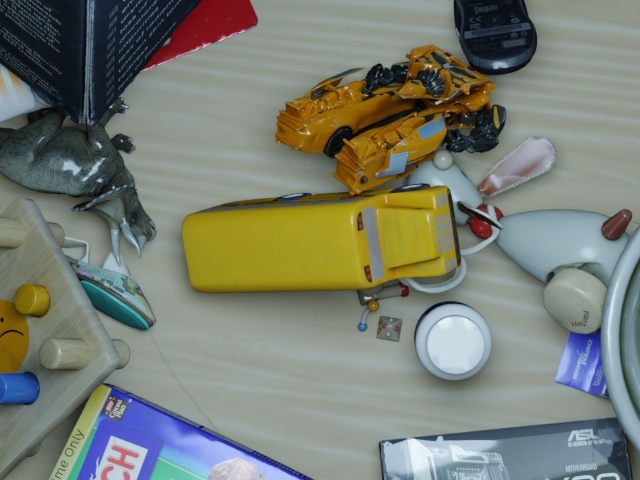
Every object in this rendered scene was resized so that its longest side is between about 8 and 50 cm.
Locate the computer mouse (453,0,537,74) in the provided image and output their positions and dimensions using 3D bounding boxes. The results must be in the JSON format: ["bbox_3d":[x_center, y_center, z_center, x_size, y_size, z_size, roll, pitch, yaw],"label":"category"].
[{"bbox_3d":[0.256,-0.289,1.944,0.184,0.060,0.262,-11,42,-1],"label":"computer mouse"}]

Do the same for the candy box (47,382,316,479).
[{"bbox_3d":[-0.185,0.356,1.846,0.317,0.122,0.268,24,81,5],"label":"candy box"}]

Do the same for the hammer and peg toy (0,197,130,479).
[{"bbox_3d":[-0.406,0.159,1.834,0.361,0.127,0.266,-44,64,23],"label":"hammer and peg toy"}]

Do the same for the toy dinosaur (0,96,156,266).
[{"bbox_3d":[-0.334,-0.112,1.917,0.313,0.121,0.160,24,53,4],"label":"toy dinosaur"}]

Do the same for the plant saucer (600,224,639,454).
[{"bbox_3d":[0.499,0.121,1.840,0.400,0.100,0.400,1,86,-21],"label":"plant saucer"}]

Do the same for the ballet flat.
[{"bbox_3d":[-0.303,0.039,1.931,0.221,0.077,0.079,21,62,4],"label":"ballet flat"}]

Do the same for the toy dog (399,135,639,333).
[{"bbox_3d":[0.263,-0.029,1.859,0.334,0.161,0.220,15,47,6],"label":"toy dog"}]

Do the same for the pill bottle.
[{"bbox_3d":[0.163,0.123,1.856,0.094,0.169,0.094,0,90,2],"label":"pill bottle"}]

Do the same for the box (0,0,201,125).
[{"bbox_3d":[-0.212,-0.448,1.659,0.297,0.472,0.480,39,73,0],"label":"box"}]

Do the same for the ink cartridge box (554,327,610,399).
[{"bbox_3d":[0.428,0.117,1.927,0.208,0.045,0.206,18,81,4],"label":"ink cartridge box"}]

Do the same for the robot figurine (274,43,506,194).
[{"bbox_3d":[0.098,-0.159,1.879,0.291,0.085,0.211,-28,51,-36],"label":"robot figurine"}]

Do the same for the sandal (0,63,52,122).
[{"bbox_3d":[-0.417,-0.190,1.889,0.265,0.076,0.102,-12,110,25],"label":"sandal"}]

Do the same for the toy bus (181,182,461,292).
[{"bbox_3d":[0.000,0.000,1.830,0.333,0.130,0.108,-3,99,37],"label":"toy bus"}]

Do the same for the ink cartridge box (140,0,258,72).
[{"bbox_3d":[-0.266,-0.364,1.965,0.309,0.130,0.272,-23,82,-4],"label":"ink cartridge box"}]

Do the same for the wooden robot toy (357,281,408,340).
[{"bbox_3d":[0.070,0.044,1.921,0.076,0.079,0.173,-16,81,-3],"label":"wooden robot toy"}]

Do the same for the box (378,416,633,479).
[{"bbox_3d":[0.235,0.353,1.869,0.307,0.076,0.242,-5,80,-1],"label":"box"}]
